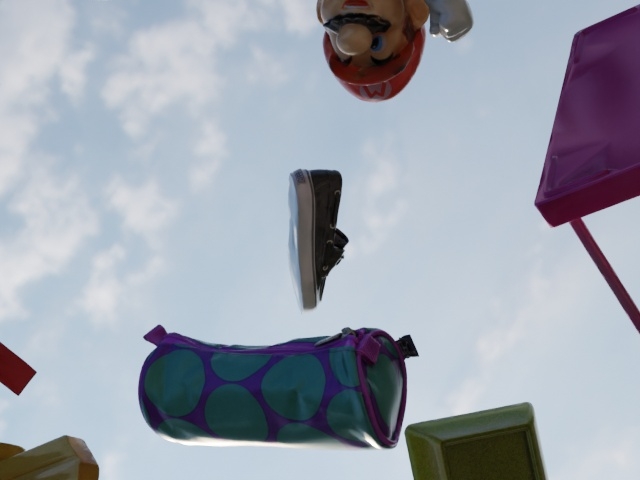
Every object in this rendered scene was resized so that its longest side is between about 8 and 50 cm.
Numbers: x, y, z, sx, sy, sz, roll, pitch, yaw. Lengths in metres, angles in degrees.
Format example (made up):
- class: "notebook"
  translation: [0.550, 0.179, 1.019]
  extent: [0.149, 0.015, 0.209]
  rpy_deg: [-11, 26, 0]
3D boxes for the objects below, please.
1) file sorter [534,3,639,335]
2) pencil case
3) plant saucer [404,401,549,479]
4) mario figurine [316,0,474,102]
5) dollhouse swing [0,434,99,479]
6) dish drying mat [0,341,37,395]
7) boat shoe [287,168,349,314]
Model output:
- class: "file sorter"
  translation: [0.306, -0.060, 0.840]
  extent: [0.182, 0.290, 0.202]
  rpy_deg: [53, -147, -23]
- class: "pencil case"
  translation: [-0.026, 0.079, 0.798]
  extent: [0.064, 0.151, 0.070]
  rpy_deg: [-41, -59, -55]
- class: "plant saucer"
  translation: [0.218, 0.313, 1.879]
  extent: [0.188, 0.045, 0.188]
  rpy_deg: [-8, -99, -18]
- class: "mario figurine"
  translation: [0.040, -0.283, 1.502]
  extent: [0.170, 0.198, 0.321]
  rpy_deg: [-27, -55, -26]
- class: "dollhouse swing"
  translation: [-0.454, 0.376, 1.657]
  extent: [0.315, 0.305, 0.347]
  rpy_deg: [12, -116, -23]
- class: "dish drying mat"
  translation: [-0.329, 0.121, 1.477]
  extent: [0.083, 0.008, 0.032]
  rpy_deg: [43, -109, -22]
- class: "boat shoe"
  translation: [0.000, 0.000, 1.877]
  extent: [0.076, 0.080, 0.229]
  rpy_deg: [-9, -53, -11]
